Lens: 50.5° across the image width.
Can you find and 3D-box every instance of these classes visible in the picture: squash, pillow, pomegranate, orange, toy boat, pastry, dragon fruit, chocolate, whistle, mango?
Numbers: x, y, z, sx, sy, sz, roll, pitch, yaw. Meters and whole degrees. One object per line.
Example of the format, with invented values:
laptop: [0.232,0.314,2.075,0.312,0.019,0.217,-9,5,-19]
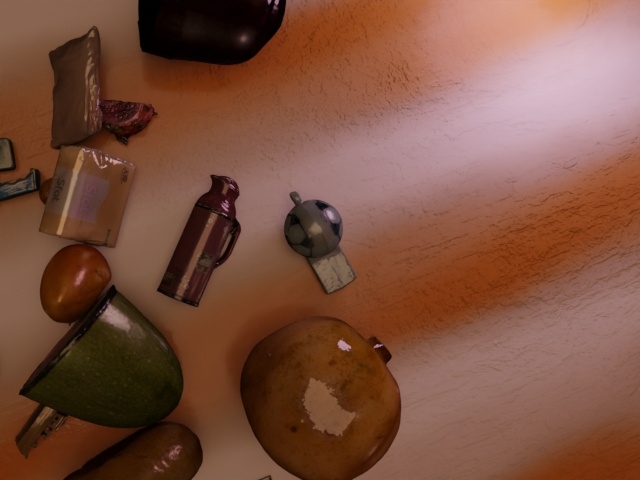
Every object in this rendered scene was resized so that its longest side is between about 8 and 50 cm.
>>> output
squash: [-0.465,0.318,1.557,0.309,0.310,0.310,44,81,-13]
pillow: [-0.590,-0.363,1.627,0.173,0.067,0.270,-4,87,32]
pomegranate: [0.007,0.361,1.615,0.417,0.417,0.416,0,89,-13]
orange: [-0.634,-0.114,1.634,0.085,0.085,0.084,0,89,-13]
toy boat: [-0.760,-0.134,1.606,0.186,0.075,0.077,-17,95,-7]
pastry: [-0.436,0.541,1.549,0.356,0.356,0.163,-27,85,-12]
toy boat: [-0.653,0.427,1.631,0.072,0.064,0.206,38,80,-26]
dragon fruit: [-0.479,-0.289,1.662,0.147,0.102,0.096,3,81,-3]
chocolate: [-0.249,-0.599,1.594,0.332,0.384,0.383,1,89,-19]
whistle: [0.000,0.000,1.734,0.164,0.163,0.289,-32,96,-11]
mango: [-0.571,0.099,1.552,0.138,0.257,0.187,31,83,-10]

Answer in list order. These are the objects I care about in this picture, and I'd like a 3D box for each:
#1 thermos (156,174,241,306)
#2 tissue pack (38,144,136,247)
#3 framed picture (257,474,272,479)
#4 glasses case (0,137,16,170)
thermos: [-0.279,-0.001,1.694,0.136,0.109,0.330,24,84,-11]
tissue pack: [-0.548,-0.103,1.609,0.186,0.090,0.222,21,84,-56]
framed picture: [-0.209,0.728,1.750,0.232,0.010,0.172,-17,93,-13]
glasses case: [-0.828,-0.194,1.610,0.184,0.039,0.077,-9,91,-12]
